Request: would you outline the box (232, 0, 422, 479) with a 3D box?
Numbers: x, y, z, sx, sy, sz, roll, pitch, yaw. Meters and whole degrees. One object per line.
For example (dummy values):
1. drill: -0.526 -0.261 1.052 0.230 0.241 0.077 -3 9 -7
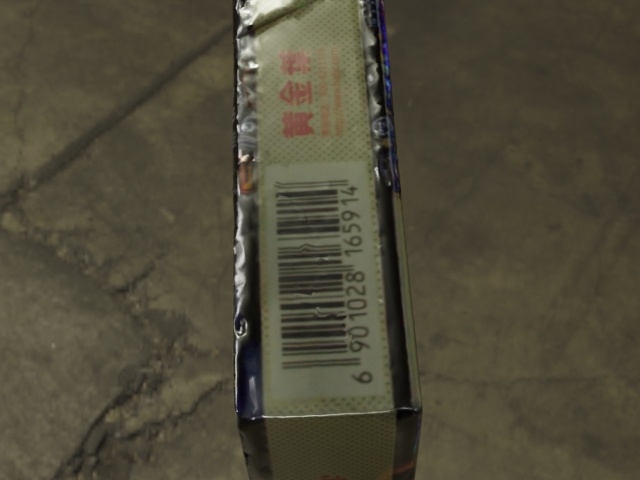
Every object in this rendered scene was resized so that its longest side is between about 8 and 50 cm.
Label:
1. box: 0.000 0.000 0.665 0.084 0.198 0.310 -3 56 0
